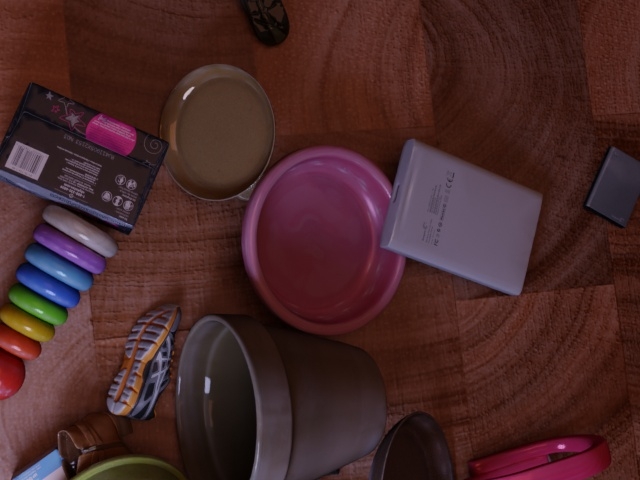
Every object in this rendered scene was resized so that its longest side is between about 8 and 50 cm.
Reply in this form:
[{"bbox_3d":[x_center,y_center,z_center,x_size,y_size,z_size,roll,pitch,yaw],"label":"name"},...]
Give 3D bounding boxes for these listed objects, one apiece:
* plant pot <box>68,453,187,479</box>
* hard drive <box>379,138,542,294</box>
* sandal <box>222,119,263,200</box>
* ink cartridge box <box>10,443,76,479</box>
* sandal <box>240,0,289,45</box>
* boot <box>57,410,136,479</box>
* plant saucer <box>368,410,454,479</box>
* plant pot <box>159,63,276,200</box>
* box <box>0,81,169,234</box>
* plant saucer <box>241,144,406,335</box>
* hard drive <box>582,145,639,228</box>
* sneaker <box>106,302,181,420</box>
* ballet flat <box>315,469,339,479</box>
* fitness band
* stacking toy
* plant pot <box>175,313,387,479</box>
[{"bbox_3d":[-0.275,0.516,1.684,0.276,0.254,0.276,-13,119,-25],"label":"plant pot"},{"bbox_3d":[0.263,-0.039,2.001,0.307,0.040,0.203,20,79,-28],"label":"hard drive"},{"bbox_3d":[-0.141,-0.193,1.938,0.088,0.079,0.240,-11,87,-15],"label":"sandal"},{"bbox_3d":[-0.430,0.422,1.793,0.090,0.092,0.143,-34,93,-14],"label":"ink cartridge box"},{"bbox_3d":[-0.111,-0.464,1.990,0.090,0.060,0.219,-20,104,-9],"label":"sandal"},{"bbox_3d":[-0.351,0.379,1.787,0.073,0.152,0.197,-30,80,25],"label":"boot"},{"bbox_3d":[0.152,0.450,1.877,0.050,0.310,0.311,-3,83,29],"label":"plant saucer"},{"bbox_3d":[-0.174,-0.186,1.893,0.236,0.032,0.236,1,92,28],"label":"plant pot"},{"bbox_3d":[-0.402,-0.131,1.834,0.247,0.142,0.163,24,80,-9],"label":"box"},{"bbox_3d":[0.000,0.000,1.915,0.332,0.084,0.332,1,89,-32],"label":"plant saucer"},{"bbox_3d":[0.581,-0.104,2.140,0.094,0.022,0.135,28,78,-10],"label":"hard drive"},{"bbox_3d":[-0.288,0.208,1.867,0.083,0.084,0.215,37,69,-37],"label":"sneaker"},{"bbox_3d":[-0.023,0.422,1.885,0.173,0.057,0.049,-32,92,-44],"label":"ballet flat"},{"bbox_3d":[0.373,0.408,1.937,0.290,0.209,0.054,-15,89,-15],"label":"fitness band"},{"bbox_3d":[-0.475,0.110,1.803,0.141,0.141,0.330,32,82,-9],"label":"stacking toy"},{"bbox_3d":[-0.054,0.276,1.818,0.280,0.323,0.323,-2,84,-30],"label":"plant pot"}]
